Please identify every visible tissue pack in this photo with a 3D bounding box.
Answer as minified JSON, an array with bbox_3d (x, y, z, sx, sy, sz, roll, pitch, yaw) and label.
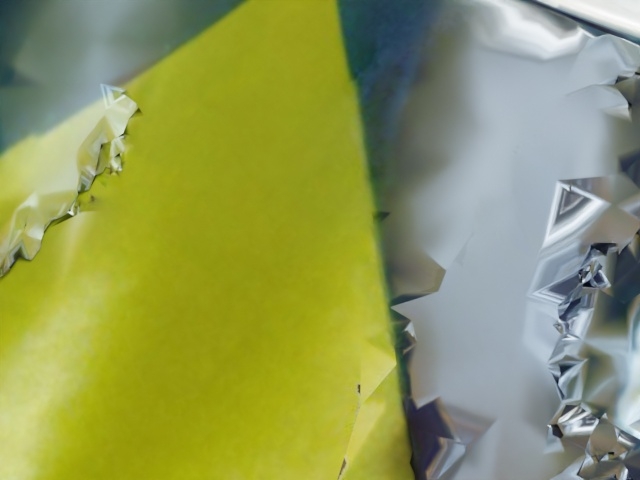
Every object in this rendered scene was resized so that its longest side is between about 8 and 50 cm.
[{"bbox_3d":[0.000,0.000,0.498,0.264,0.416,0.253,69,45,-77],"label":"tissue pack"}]
